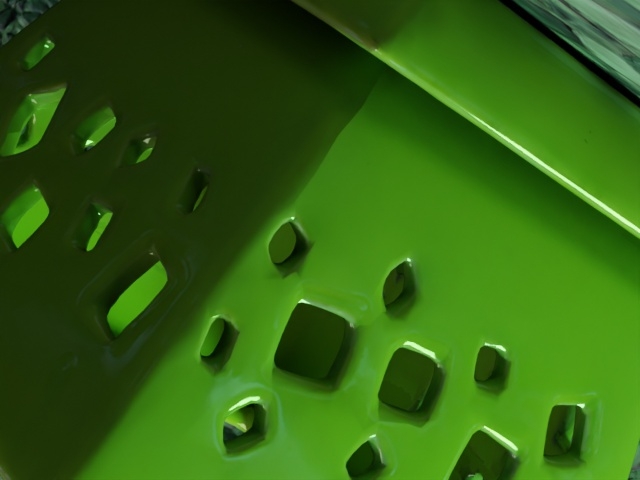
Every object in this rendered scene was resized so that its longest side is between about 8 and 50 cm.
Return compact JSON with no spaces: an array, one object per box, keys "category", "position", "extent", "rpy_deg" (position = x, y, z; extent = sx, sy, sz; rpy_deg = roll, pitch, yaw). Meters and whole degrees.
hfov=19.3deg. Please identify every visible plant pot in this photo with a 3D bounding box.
[{"category":"plant pot","position":[0.000,0.000,0.681],"extent":[0.228,0.207,0.227],"rpy_deg":[31,-175,-37]}]
